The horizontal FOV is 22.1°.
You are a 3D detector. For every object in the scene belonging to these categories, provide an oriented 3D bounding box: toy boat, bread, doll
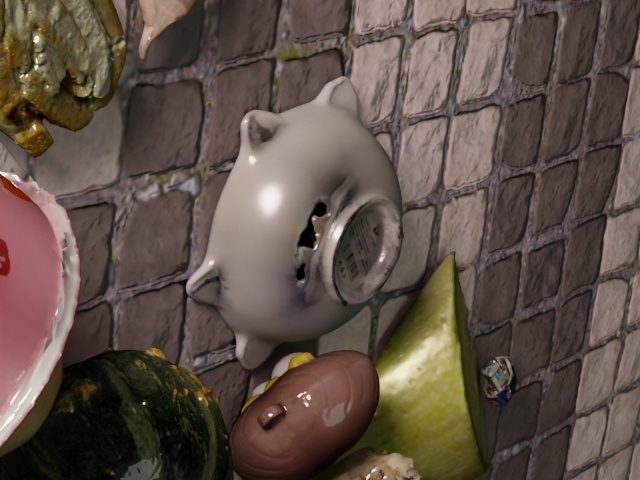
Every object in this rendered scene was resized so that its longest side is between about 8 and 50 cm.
[{"bbox_3d":[0.177,0.139,1.641,0.083,0.038,0.038,-80,173,-66],"label":"toy boat"},{"bbox_3d":[-0.180,-0.131,1.030,0.117,0.064,0.156,-51,140,-22],"label":"bread"},{"bbox_3d":[-0.015,0.153,1.383,0.145,0.096,0.188,-31,165,-10],"label":"doll"}]

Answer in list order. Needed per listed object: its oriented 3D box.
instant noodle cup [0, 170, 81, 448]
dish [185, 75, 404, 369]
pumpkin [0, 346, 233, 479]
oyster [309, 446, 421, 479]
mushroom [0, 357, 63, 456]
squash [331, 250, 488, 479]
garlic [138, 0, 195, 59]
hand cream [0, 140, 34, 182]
[{"bbox_3d":[-0.281,-0.003,0.827,0.243,0.243,0.231,-55,137,-19],"label":"instant noodle cup"},{"bbox_3d":[0.000,0.000,1.316,0.228,0.086,0.236,-21,122,-47],"label":"dish"},{"bbox_3d":[-0.148,0.165,1.148,0.190,0.146,0.190,-28,158,-12],"label":"pumpkin"},{"bbox_3d":[-0.010,0.249,1.393,0.072,0.209,0.133,42,30,-55],"label":"oyster"},{"bbox_3d":[-0.231,0.080,1.028,0.148,0.112,0.148,-25,124,-42],"label":"mushroom"},{"bbox_3d":[0.078,0.167,1.564,0.204,0.155,0.237,-88,164,-48],"label":"squash"},{"bbox_3d":[-0.105,-0.210,1.099,0.084,0.066,0.152,-20,123,-14],"label":"garlic"},{"bbox_3d":[-0.235,-0.075,0.989,0.194,0.042,0.067,60,33,-40],"label":"hand cream"}]
